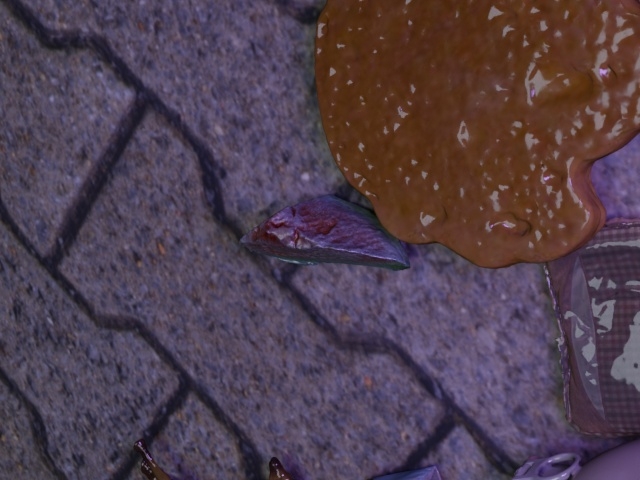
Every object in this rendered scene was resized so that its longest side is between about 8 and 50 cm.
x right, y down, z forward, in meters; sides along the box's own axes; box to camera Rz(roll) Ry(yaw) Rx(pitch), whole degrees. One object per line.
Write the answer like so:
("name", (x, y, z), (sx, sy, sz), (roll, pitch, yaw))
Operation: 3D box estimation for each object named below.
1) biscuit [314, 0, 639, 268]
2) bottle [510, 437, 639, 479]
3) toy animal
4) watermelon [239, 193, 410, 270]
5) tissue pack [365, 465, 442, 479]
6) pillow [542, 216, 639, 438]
("biscuit", (0.146, -0.132, 0.990), (0.351, 0.057, 0.312), (19, 113, 30))
("bottle", (0.268, 0.259, 0.994), (0.237, 0.148, 0.147), (-20, 94, 42))
("toy animal", (-0.136, 0.317, 1.315), (0.276, 0.054, 0.149), (3, 103, 34))
("watermelon", (0.006, -0.002, 1.110), (0.180, 0.094, 0.081), (2, 103, 16))
("tissue pack", (0.089, 0.288, 1.161), (0.094, 0.059, 0.074), (-22, 91, 35))
("pillow", (0.275, 0.082, 0.996), (0.135, 0.034, 0.211), (-7, 99, 35))
